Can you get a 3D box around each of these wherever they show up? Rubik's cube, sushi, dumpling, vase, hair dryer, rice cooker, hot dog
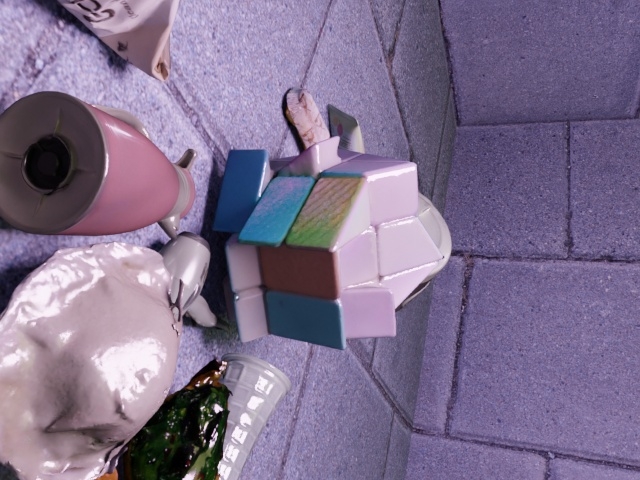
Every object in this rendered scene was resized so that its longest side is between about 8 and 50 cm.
[{"bbox_3d":[0.000,0.000,0.970,0.368,0.387,0.358,-15,109,-23],"label":"Rubik's cube"},{"bbox_3d":[-0.205,0.307,0.765,0.149,0.140,0.287,44,38,-35],"label":"sushi"},{"bbox_3d":[-0.278,0.132,0.630,0.204,0.163,0.293,30,60,-27],"label":"dumpling"},{"bbox_3d":[-0.169,0.353,0.911,0.143,0.143,0.298,70,35,-43],"label":"vase"},{"bbox_3d":[-0.227,0.145,0.837,0.267,0.092,0.229,84,30,-45],"label":"hair dryer"},{"bbox_3d":[0.155,0.020,1.320,0.277,0.288,0.288,-57,-174,48],"label":"rice cooker"},{"bbox_3d":[-0.030,-0.273,1.274,0.191,0.059,0.108,63,34,-45],"label":"hot dog"}]

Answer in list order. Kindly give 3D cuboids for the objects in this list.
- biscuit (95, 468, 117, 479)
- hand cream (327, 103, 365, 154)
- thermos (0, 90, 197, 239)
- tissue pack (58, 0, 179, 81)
[{"bbox_3d":[-0.338,0.395,0.602,0.324,0.049,0.205,-49,135,-57],"label":"biscuit"},{"bbox_3d":[0.081,-0.219,1.495,0.093,0.147,0.305,-28,131,-16],"label":"hand cream"},{"bbox_3d":[-0.252,-0.086,0.668,0.265,0.146,0.176,3,71,-78],"label":"thermos"},{"bbox_3d":[-0.224,-0.414,0.585,0.375,0.195,0.390,6,90,-83],"label":"tissue pack"}]
